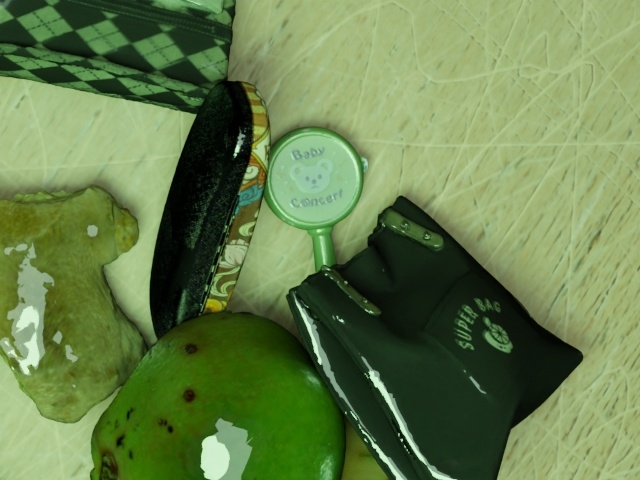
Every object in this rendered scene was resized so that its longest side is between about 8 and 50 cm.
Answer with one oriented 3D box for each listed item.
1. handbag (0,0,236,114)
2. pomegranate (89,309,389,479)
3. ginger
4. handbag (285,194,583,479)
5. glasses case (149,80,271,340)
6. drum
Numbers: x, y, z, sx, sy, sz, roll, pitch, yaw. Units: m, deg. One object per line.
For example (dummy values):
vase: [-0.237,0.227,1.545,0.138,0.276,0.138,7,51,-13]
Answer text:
handbag: [-0.200,-0.360,1.678,0.316,0.180,0.416,10,88,-16]
pomegranate: [-0.059,0.247,1.670,0.358,0.216,0.310,3,115,-27]
ginger: [-0.278,0.057,1.710,0.221,0.130,0.276,-45,107,-16]
handbag: [0.120,0.106,1.693,0.288,0.342,0.152,48,126,-1]
glasses case: [-0.120,-0.020,1.668,0.082,0.122,0.321,6,124,-20]
drum: [0.019,-0.008,1.779,0.130,0.049,0.253,-25,97,-5]
